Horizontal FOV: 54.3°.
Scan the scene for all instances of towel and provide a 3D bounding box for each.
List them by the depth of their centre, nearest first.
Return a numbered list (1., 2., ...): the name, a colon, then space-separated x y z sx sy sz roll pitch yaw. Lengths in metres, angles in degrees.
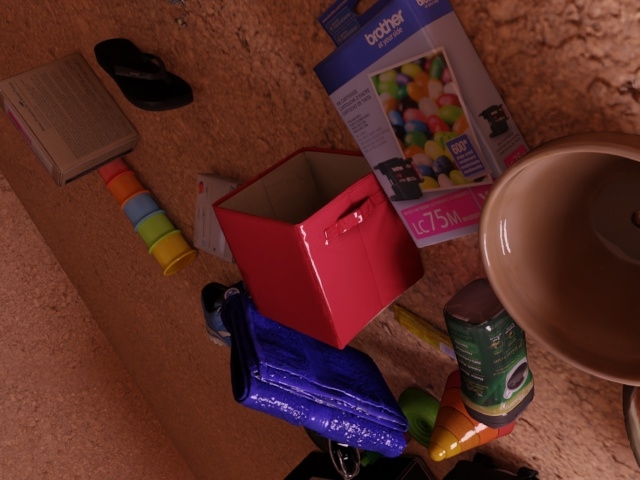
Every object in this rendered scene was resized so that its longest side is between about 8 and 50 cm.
1. towel: -0.005 0.201 0.969 0.308 0.076 0.228 30 -160 -30

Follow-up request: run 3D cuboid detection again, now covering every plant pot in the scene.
1. plant pot: 0.272 0.003 0.560 0.237 0.109 0.238 32 140 32

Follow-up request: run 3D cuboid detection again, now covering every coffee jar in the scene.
1. coffee jar: 0.217 0.146 0.793 0.079 0.096 0.185 18 133 49

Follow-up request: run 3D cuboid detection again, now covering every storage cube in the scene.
1. storage cube: 0.000 0.000 0.865 0.215 0.183 0.193 13 132 47

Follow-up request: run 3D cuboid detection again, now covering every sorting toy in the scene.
1. sorting toy: 0.157 0.324 1.020 0.127 0.126 0.365 51 148 6

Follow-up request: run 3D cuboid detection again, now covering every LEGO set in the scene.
1. LEGO set: -0.230 -0.372 0.973 0.054 0.023 0.083 20 135 44

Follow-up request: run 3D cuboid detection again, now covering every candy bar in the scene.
1. candy bar: 0.168 0.142 0.931 0.161 0.018 0.040 29 144 35

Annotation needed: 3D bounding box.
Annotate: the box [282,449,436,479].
1. box: 0.119 0.726 1.305 0.472 0.297 0.480 54 149 -3

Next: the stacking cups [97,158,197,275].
1. stacking cups: -0.416 -0.070 1.459 0.316 0.096 0.096 53 149 6

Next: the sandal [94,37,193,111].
1. sandal: -0.323 -0.301 1.098 0.254 0.097 0.055 37 145 27

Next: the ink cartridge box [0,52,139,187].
1. ink cartridge box: -0.542 -0.261 1.343 0.235 0.193 0.088 54 149 2

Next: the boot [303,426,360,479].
1. boot: 0.022 0.371 1.196 0.229 0.091 0.263 -124 17 -62

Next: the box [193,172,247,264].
1. box: -0.165 -0.038 1.139 0.186 0.038 0.145 17 107 44

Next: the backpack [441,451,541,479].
1. backpack: 0.291 0.492 0.953 0.225 0.191 0.254 -8 118 55

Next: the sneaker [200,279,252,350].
1. sneaker: -0.159 0.174 1.305 0.330 0.129 0.147 18 136 45

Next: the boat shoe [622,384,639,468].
1. boat shoe: 0.416 0.235 0.602 0.324 0.122 0.119 52 145 -12

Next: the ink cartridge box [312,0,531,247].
1. ink cartridge box: 0.105 -0.148 0.699 0.185 0.065 0.311 -19 102 58
